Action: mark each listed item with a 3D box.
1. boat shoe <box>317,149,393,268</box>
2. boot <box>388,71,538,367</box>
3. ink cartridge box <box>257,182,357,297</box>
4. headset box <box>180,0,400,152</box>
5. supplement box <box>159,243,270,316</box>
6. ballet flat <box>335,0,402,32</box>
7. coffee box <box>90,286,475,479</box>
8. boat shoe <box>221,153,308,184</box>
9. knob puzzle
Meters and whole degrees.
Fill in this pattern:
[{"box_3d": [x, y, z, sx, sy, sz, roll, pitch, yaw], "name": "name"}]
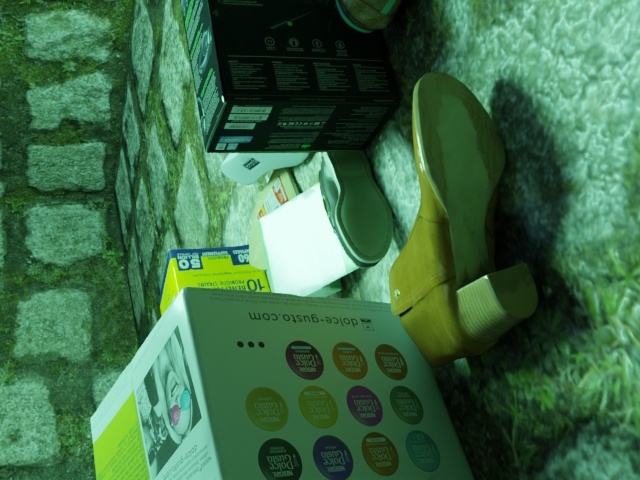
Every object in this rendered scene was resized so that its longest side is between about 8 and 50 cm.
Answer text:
[{"box_3d": [0.046, -0.047, 1.076, 0.069, 0.081, 0.228, 109, 156, -49], "name": "boat shoe"}, {"box_3d": [0.125, -0.013, 0.851, 0.211, 0.104, 0.295, 135, 123, -61], "name": "boot"}, {"box_3d": [0.000, 0.000, 1.228, 0.235, 0.056, 0.171, -29, 65, 39], "name": "ink cartridge box"}, {"box_3d": [-0.053, -0.276, 1.052, 0.131, 0.246, 0.283, 131, 131, -59], "name": "headset box"}, {"box_3d": [-0.200, 0.207, 1.560, 0.195, 0.194, 0.357, 114, 145, -49], "name": "supplement box"}, {"box_3d": [0.045, -0.435, 0.994, 0.124, 0.116, 0.343, -38, 57, 40], "name": "ballet flat"}, {"box_3d": [-0.057, 0.295, 0.942, 0.338, 0.337, 0.334, -48, 47, 39], "name": "coffee box"}, {"box_3d": [-0.089, -0.176, 1.375, 0.267, 0.096, 0.088, -26, 36, 58], "name": "boat shoe"}, {"box_3d": [-0.083, -0.027, 1.420, 0.213, 0.030, 0.213, -29, 55, 53], "name": "knob puzzle"}]
